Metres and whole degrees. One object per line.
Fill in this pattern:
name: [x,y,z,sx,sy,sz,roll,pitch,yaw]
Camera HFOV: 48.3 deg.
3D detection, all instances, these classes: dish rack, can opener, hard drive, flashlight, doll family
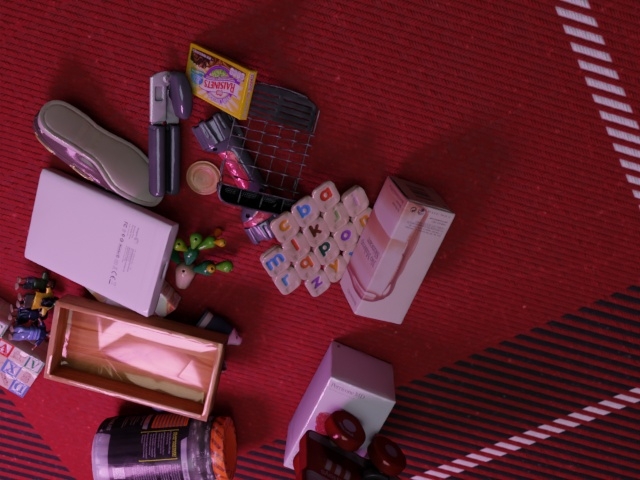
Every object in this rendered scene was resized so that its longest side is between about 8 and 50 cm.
dish rack: [-0.106,-0.198,1.551,0.208,0.074,0.271,12,97,-27]
can opener: [-0.333,-0.232,1.579,0.076,0.095,0.283,-11,112,-41]
hard drive: [-0.515,0.002,1.661,0.353,0.047,0.233,23,108,13]
flashlight: [-0.186,-0.141,1.623,0.103,0.103,0.304,-18,111,37]
doll family: [-0.702,0.175,1.770,0.111,0.076,0.193,8,110,-42]

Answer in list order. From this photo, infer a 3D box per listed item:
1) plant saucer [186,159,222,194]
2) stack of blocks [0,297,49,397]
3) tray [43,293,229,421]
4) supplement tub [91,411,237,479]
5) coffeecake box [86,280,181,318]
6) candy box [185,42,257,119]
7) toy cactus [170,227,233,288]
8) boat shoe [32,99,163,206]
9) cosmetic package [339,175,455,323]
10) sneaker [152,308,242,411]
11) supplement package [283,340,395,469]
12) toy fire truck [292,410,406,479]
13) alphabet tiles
plant saucer: [-0.273,-0.146,1.669,0.084,0.013,0.083,1,112,3]
stack of blocks: [-0.834,0.245,1.818,0.297,0.087,0.171,34,109,-11]
tray: [-0.444,0.279,1.724,0.411,0.076,0.202,14,103,4]
supplement tub: [-0.399,0.552,1.857,0.338,0.207,0.207,-5,112,6]
coffeecake box: [-0.462,0.125,1.760,0.142,0.068,0.185,-35,106,15]
candy box: [-0.216,-0.339,1.513,0.206,0.027,0.105,32,120,36]
toy cactus: [-0.317,0.038,1.715,0.219,0.112,0.180,18,131,-7]
boat shoe: [-0.502,-0.186,1.621,0.324,0.116,0.097,38,150,-25]
cosmetic package: [0.168,0.022,1.628,0.129,0.153,0.296,14,112,-21]
sneaker: [-0.316,0.332,1.814,0.131,0.112,0.319,30,112,-6]
supplement package: [0.046,0.438,1.803,0.178,0.175,0.293,23,111,-6]
toy fire truck: [0.073,0.556,1.618,0.302,0.254,0.169,34,109,-13]
alphabet tiles: [0.000,0.000,1.628,0.284,0.021,0.278,-37,136,-7]
